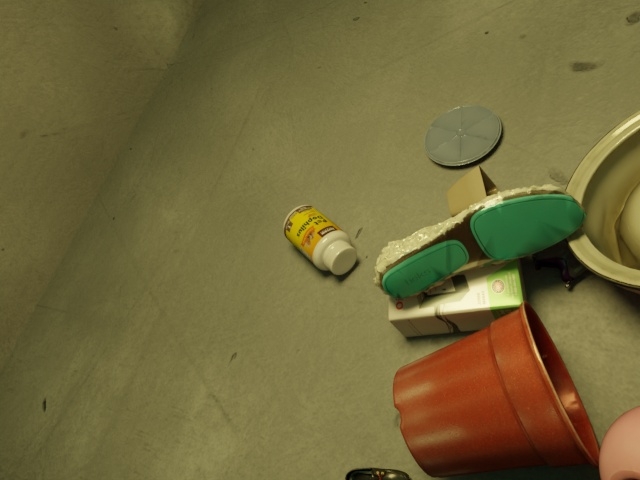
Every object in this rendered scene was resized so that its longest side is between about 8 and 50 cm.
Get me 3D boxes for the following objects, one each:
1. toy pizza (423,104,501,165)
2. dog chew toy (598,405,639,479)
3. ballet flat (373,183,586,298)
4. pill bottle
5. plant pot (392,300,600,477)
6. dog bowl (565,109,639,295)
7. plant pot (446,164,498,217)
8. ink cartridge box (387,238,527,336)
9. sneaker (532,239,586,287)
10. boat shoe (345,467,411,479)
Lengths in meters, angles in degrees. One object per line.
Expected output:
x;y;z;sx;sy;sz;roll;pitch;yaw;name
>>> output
0.375;-0.275;1.257;0.201;0.032;0.201;-15;55;22;toy pizza
0.552;0.296;0.651;0.332;0.206;0.206;-16;44;-25;dog chew toy
0.287;-0.015;0.935;0.409;0.147;0.147;-23;52;17;ballet flat
0.000;0.000;1.256;0.117;0.117;0.215;-47;49;-2;pill bottle
0.290;0.281;0.829;0.265;0.272;0.272;-28;50;25;plant pot
0.640;-0.064;0.793;0.408;0.150;0.408;-40;30;29;dog bowl
0.358;-0.090;1.109;0.096;0.109;0.109;-24;51;33;plant pot
0.290;0.088;1.026;0.273;0.115;0.198;-12;56;25;ink cartridge box
0.458;0.001;1.003;0.098;0.083;0.224;-48;50;3;sneaker
0.114;0.478;0.940;0.133;0.042;0.048;-11;55;24;boat shoe
